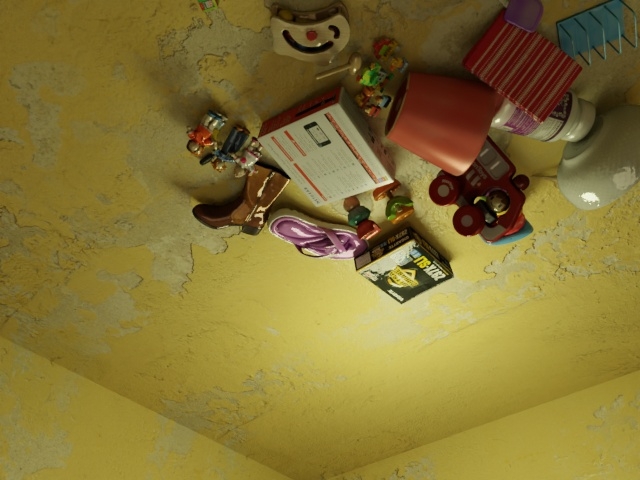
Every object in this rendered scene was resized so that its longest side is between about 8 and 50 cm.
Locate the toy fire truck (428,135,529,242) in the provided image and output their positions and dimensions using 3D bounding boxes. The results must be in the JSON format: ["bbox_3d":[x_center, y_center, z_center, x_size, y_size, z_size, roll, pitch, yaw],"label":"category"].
[{"bbox_3d":[0.515,-0.160,1.723,0.254,0.302,0.169,-46,159,30],"label":"toy fire truck"}]

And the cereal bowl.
[{"bbox_3d":[0.832,-0.265,1.612,0.141,0.339,0.339,32,127,-8],"label":"cereal bowl"}]

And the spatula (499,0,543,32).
[{"bbox_3d":[0.449,-0.642,1.410,0.296,0.030,0.084,22,98,-16],"label":"spatula"}]

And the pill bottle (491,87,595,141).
[{"bbox_3d":[0.634,-0.383,1.584,0.301,0.169,0.169,11,133,-14],"label":"pill bottle"}]

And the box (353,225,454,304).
[{"bbox_3d":[0.324,0.104,2.080,0.257,0.079,0.322,-33,134,23],"label":"box"}]

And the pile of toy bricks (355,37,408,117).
[{"bbox_3d":[0.147,-0.453,1.521,0.105,0.118,0.212,5,136,-35],"label":"pile of toy bricks"}]

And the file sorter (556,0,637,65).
[{"bbox_3d":[0.749,-0.554,1.470,0.170,0.105,0.118,-19,131,16],"label":"file sorter"}]

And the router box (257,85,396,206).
[{"bbox_3d":[0.024,-0.274,1.677,0.300,0.082,0.335,-15,134,31],"label":"router box"}]

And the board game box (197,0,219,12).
[{"bbox_3d":[-0.303,-0.667,1.324,0.043,0.092,0.181,-13,133,11],"label":"board game box"}]

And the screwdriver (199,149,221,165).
[{"bbox_3d":[-0.321,-0.290,1.740,0.169,0.024,0.025,-32,99,18],"label":"screwdriver"}]

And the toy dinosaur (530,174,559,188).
[{"bbox_3d":[0.819,-0.213,1.837,0.182,0.053,0.093,10,134,-12],"label":"toy dinosaur"}]

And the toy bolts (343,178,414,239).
[{"bbox_3d":[0.195,-0.123,1.877,0.228,0.159,0.218,-36,167,16],"label":"toy bolts"}]

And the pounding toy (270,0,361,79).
[{"bbox_3d":[-0.004,-0.532,1.422,0.269,0.155,0.154,11,137,-13],"label":"pounding toy"}]

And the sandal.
[{"bbox_3d":[-0.007,0.010,1.964,0.415,0.102,0.169,17,132,-26],"label":"sandal"}]

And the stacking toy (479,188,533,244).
[{"bbox_3d":[0.602,-0.151,1.838,0.175,0.166,0.302,-17,121,4],"label":"stacking toy"}]

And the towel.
[{"bbox_3d":[0.540,-0.469,1.459,0.274,0.031,0.199,37,88,0],"label":"towel"}]

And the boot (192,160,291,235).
[{"bbox_3d":[-0.269,-0.148,1.824,0.263,0.096,0.281,18,130,-19],"label":"boot"}]

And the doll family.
[{"bbox_3d":[-0.306,-0.296,1.680,0.262,0.118,0.163,28,110,-33],"label":"doll family"}]

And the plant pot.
[{"bbox_3d":[0.330,-0.353,1.559,0.242,0.275,0.275,17,132,-5],"label":"plant pot"}]
